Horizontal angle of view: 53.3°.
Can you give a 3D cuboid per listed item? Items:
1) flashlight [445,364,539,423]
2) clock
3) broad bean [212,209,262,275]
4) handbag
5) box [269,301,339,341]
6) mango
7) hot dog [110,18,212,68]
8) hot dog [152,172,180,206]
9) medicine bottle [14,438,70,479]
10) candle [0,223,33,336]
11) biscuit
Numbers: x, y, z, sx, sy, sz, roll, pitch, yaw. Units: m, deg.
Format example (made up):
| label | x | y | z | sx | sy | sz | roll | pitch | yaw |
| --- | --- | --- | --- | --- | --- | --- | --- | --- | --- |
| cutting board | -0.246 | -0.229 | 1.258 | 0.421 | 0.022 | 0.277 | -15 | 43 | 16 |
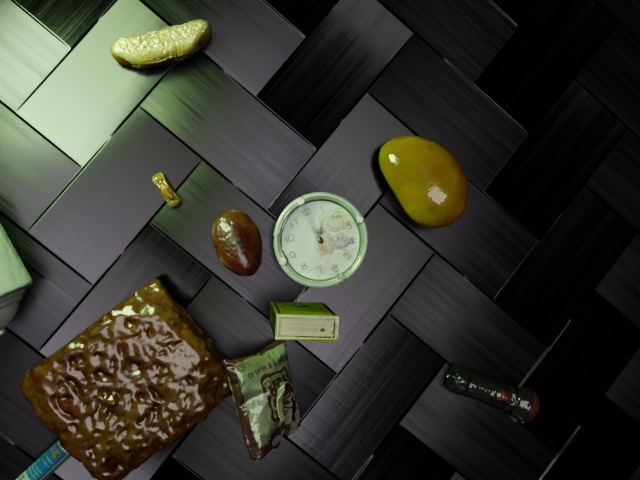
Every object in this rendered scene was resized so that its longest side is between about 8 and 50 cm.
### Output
| label | x | y | z | sx | sy | sz | roll | pitch | yaw |
| --- | --- | --- | --- | --- | --- | --- | --- | --- | --- |
| flashlight | 0.433 | 0.384 | 1.613 | 0.232 | 0.093 | 0.093 | 23 | 87 | -7 |
| clock | 0.000 | 0.000 | 1.571 | 0.236 | 0.053 | 0.236 | 0 | 91 | -6 |
| broad bean | -0.198 | 0.006 | 1.531 | 0.114 | 0.084 | 0.165 | -8 | 84 | -24 |
| handbag | -0.124 | 0.360 | 1.492 | 0.127 | 0.213 | 0.235 | -16 | 89 | 31 |
| box | -0.043 | 0.185 | 1.480 | 0.141 | 0.220 | 0.064 | 2 | 90 | -7 |
| mango | 0.262 | -0.153 | 1.567 | 0.175 | 0.139 | 0.254 | -30 | 87 | -14 |
| hot dog | -0.371 | -0.456 | 1.508 | 0.242 | 0.084 | 0.073 | -16 | 96 | -8 |
| hot dog | -0.370 | -0.122 | 1.529 | 0.030 | 0.034 | 0.090 | -34 | 93 | -8 |
| medicine bottle | -0.658 | 0.541 | 1.476 | 0.191 | 0.051 | 0.051 | -42 | 95 | -7 |
| candle | -0.765 | 0.064 | 1.384 | 0.221 | 0.221 | 0.342 | -29 | 97 | -7 |
| biscuit | -0.432 | 0.326 | 1.453 | 0.395 | 0.166 | 0.342 | -39 | 93 | -5 |
